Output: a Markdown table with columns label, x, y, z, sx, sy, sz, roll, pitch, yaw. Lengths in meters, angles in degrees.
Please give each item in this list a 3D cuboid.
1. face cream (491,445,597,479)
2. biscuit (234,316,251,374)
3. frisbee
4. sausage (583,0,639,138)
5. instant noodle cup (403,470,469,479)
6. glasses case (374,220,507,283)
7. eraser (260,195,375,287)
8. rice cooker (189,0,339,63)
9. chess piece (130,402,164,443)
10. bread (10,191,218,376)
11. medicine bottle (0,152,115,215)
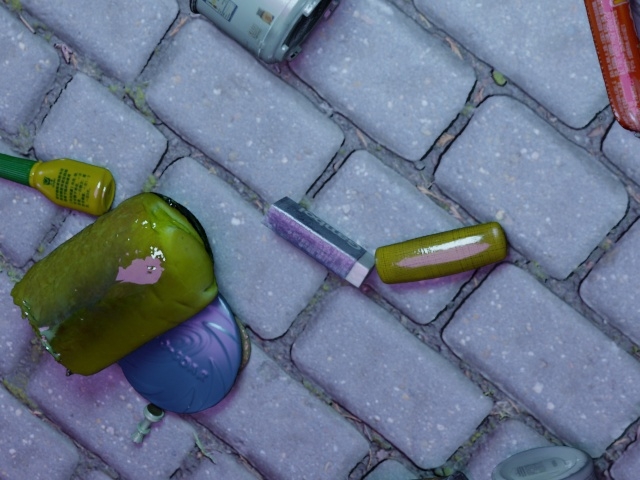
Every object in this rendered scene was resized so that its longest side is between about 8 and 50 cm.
| label | x | y | z | sx | sy | sz | roll | pitch | yaw |
| --- | --- | --- | --- | --- | --- | --- | --- | --- | --- |
| face cream | 0.399 | 0.457 | 1.879 | 0.177 | 0.177 | 0.152 | -12 | 97 | 19 |
| biscuit | -0.205 | 0.199 | 2.084 | 0.152 | 0.020 | 0.152 | 4 | 104 | 16 |
| frisbee | -0.285 | 0.199 | 2.074 | 0.290 | 0.049 | 0.289 | 4 | 101 | 23 |
| sausage | 0.483 | -0.288 | 1.736 | 0.074 | 0.074 | 0.274 | -13 | 99 | 19 |
| instant noodle cup | 0.160 | 0.527 | 1.958 | 0.207 | 0.217 | 0.217 | -5 | 101 | 25 |
| glasses case | 0.210 | 0.026 | 1.895 | 0.234 | 0.064 | 0.079 | -13 | 93 | 16 |
| eraser | 0.000 | 0.000 | 1.940 | 0.213 | 0.092 | 0.046 | 34 | 108 | 5 |
| rice cooker | -0.091 | -0.436 | 1.790 | 0.227 | 0.241 | 0.280 | 37 | 155 | 2 |
| chess piece | -0.349 | 0.370 | 2.158 | 0.042 | 0.042 | 0.093 | 36 | 115 | 6 |
| bread | -0.375 | 0.075 | 1.991 | 0.377 | 0.208 | 0.251 | -30 | 70 | 18 |
| medicine bottle | -0.522 | -0.120 | 2.081 | 0.261 | 0.064 | 0.094 | 15 | 104 | 13 |
